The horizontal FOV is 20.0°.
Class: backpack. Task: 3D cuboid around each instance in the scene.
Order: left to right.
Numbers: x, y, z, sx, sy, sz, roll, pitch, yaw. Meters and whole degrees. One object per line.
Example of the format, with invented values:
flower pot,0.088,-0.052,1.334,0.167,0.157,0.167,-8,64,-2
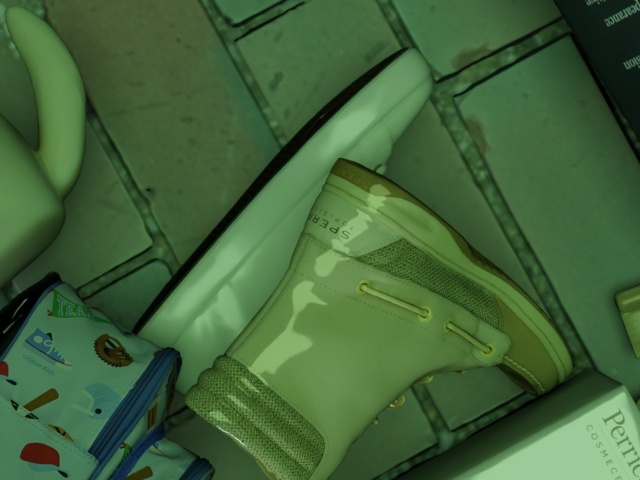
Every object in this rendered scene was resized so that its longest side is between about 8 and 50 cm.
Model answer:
backpack,-0.186,0.168,1.177,0.213,0.276,0.263,28,59,-6

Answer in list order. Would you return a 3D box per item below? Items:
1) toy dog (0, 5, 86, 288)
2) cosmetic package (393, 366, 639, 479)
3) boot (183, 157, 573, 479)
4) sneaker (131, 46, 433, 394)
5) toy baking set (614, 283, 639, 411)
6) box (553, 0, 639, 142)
toy dog,-0.393,-0.058,1.162,0.408,0.284,0.395,38,91,0
cosmetic package,0.085,0.260,1.243,0.365,0.155,0.197,-31,89,1
boot,0.044,0.091,1.209,0.262,0.095,0.203,39,82,-43
sneaker,0.000,0.000,1.264,0.123,0.106,0.290,40,102,-6
toy baking set,0.334,0.086,1.306,0.256,0.030,0.196,5,95,-1
box,0.360,-0.121,1.130,0.212,0.293,0.395,-34,95,-28
